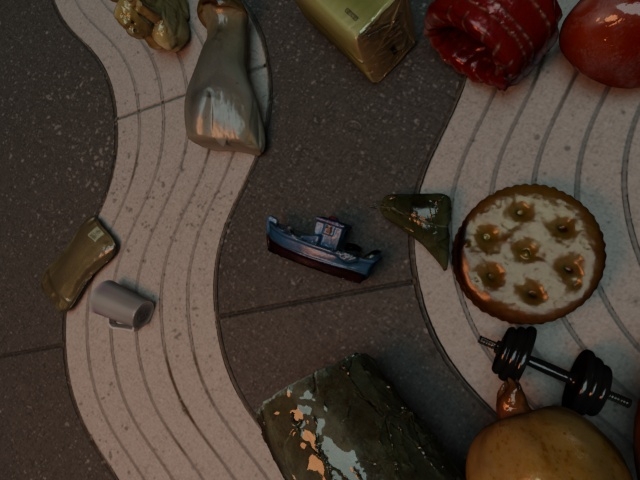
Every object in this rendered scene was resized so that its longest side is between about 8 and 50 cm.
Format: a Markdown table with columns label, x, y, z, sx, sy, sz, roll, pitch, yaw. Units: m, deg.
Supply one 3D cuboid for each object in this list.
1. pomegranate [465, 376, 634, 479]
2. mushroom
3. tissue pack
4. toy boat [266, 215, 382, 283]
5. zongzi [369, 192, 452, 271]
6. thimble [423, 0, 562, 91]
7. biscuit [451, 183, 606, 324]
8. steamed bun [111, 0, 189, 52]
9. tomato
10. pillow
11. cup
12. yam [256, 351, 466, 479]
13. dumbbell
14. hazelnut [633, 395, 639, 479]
| label | x | y | z | sx | sy | sz | roll | pitch | yaw |
| --- | --- | --- | --- | --- | --- | --- | --- | --- | --- |
| pomegranate | 0.286 | 0.312 | 0.565 | 0.207 | 0.207 | 0.207 | -3 | 81 | 19 |
| mushroom | -0.192 | -0.335 | 0.910 | 0.159 | 0.122 | 0.328 | 3 | 83 | -17 |
| tissue pack | 0.051 | -0.422 | 0.801 | 0.125 | 0.159 | 0.234 | -43 | 72 | 9 |
| toy boat | 0.000 | 0.000 | 0.789 | 0.223 | 0.100 | 0.097 | 19 | 98 | 19 |
| zongzi | 0.146 | -0.016 | 0.771 | 0.154 | 0.062 | 0.130 | 2 | 95 | 25 |
| thimble | 0.265 | -0.345 | 0.712 | 0.125 | 0.163 | 0.189 | -49 | 56 | 6 |
| biscuit | 0.317 | 0.023 | 0.695 | 0.221 | 0.066 | 0.220 | -3 | 81 | 20 |
| steamed bun | -0.375 | -0.495 | 0.962 | 0.106 | 0.177 | 0.192 | -16 | 91 | 25 |
| tomato | 0.456 | -0.313 | 0.653 | 0.187 | 0.151 | 0.187 | -1 | 87 | 19 |
| pillow | -0.553 | 0.052 | 1.009 | 0.130 | 0.033 | 0.217 | 42 | 97 | 22 |
| cup | -0.418 | 0.148 | 0.936 | 0.116 | 0.074 | 0.104 | 20 | 113 | 16 |
| yam | 0.070 | 0.357 | 0.660 | 0.241 | 0.241 | 0.348 | -39 | 70 | 10 |
| dumbbell | 0.334 | 0.188 | 0.648 | 0.209 | 0.099 | 0.099 | 22 | 90 | 21 |
| hazelnut | 0.515 | 0.271 | 0.460 | 0.373 | 0.315 | 0.372 | 0 | 92 | -12 |
